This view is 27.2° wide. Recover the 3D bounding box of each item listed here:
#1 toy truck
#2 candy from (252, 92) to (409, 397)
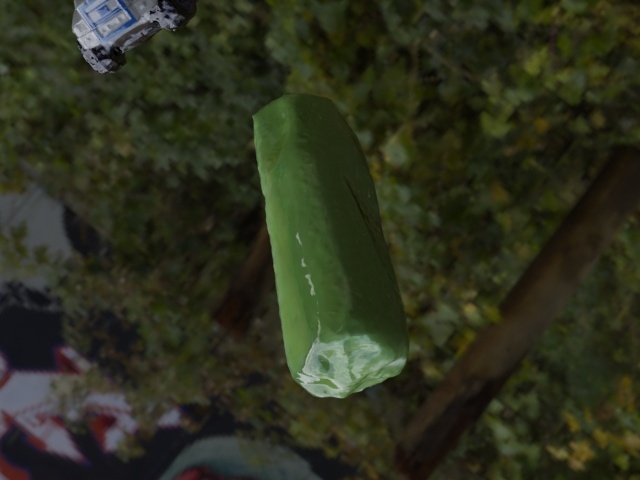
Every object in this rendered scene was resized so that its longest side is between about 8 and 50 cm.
[{"bbox_3d":[-0.262,-0.341,1.737,0.177,0.161,0.213,53,-158,-21],"label":"toy truck"},{"bbox_3d":[0.000,0.000,1.417,0.142,0.132,0.343,22,-136,-41],"label":"candy"}]
